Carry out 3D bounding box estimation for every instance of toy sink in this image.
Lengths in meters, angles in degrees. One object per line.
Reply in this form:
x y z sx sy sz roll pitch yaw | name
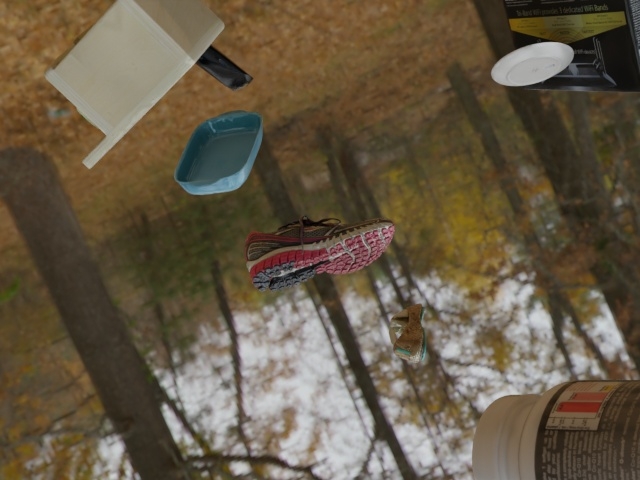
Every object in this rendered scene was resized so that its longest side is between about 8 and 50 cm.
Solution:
-0.265 -0.235 1.350 0.234 0.131 0.153 -39 -165 28 | toy sink

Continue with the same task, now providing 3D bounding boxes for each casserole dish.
-0.142 -0.124 1.473 0.114 0.037 0.188 -6 -141 17 | casserole dish

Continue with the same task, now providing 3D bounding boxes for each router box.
0.445 -0.382 1.736 0.081 0.243 0.309 -26 -160 -22 | router box

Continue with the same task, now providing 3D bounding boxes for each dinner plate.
0.360 -0.293 1.716 0.141 0.017 0.141 -10 161 -4 | dinner plate

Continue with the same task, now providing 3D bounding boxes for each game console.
-0.262 -0.364 1.636 0.044 0.213 0.361 -52 -132 5 | game console

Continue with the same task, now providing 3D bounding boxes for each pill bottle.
0.380 0.277 1.254 0.363 0.210 0.210 -9 -165 47 | pill bottle

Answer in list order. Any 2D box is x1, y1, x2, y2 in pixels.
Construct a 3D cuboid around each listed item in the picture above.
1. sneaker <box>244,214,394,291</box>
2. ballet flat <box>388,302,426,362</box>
0.000 0.000 1.956 0.299 0.112 0.121 -13 147 -12 | sneaker
0.164 0.167 1.925 0.067 0.073 0.206 11 -164 1 | ballet flat
